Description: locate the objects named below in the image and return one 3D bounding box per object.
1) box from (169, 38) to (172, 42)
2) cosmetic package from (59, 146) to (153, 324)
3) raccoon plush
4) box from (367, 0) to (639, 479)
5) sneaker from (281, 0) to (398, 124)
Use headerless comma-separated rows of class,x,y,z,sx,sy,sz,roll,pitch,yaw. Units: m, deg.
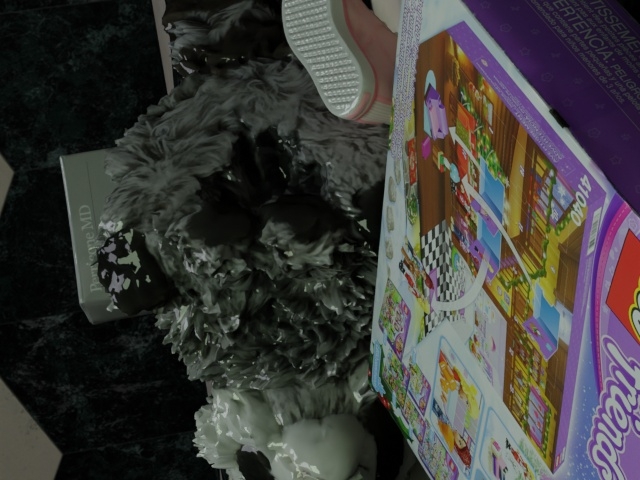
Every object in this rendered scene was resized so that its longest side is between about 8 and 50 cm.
box,-0.077,-0.187,1.350,0.116,0.029,0.162,52,149,8
cosmetic package,-0.083,-0.017,1.172,0.107,0.237,0.127,115,143,-75
raccoon plush,0.000,0.000,1.068,0.446,0.216,0.299,-78,-20,-45
box,0.095,0.040,0.604,0.201,0.057,0.293,58,159,35
sneaker,0.024,-0.122,0.913,0.051,0.070,0.134,-50,47,34
